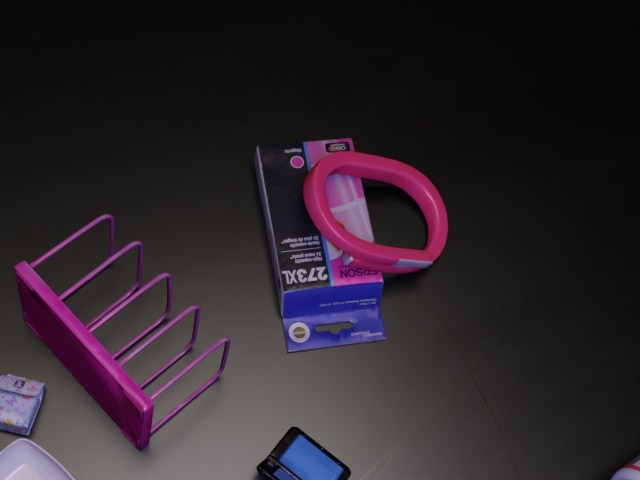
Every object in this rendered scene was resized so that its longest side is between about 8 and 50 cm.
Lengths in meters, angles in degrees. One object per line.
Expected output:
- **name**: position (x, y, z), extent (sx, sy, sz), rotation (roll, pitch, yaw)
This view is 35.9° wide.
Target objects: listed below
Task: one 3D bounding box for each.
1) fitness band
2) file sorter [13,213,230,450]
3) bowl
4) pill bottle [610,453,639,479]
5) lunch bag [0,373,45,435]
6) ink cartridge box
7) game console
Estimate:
- **fitness band**: position (0.099, -0.048, 1.688), extent (0.291, 0.054, 0.209), rotation (9, 57, -33)
- **file sorter**: position (-0.300, 0.133, 1.518), extent (0.182, 0.202, 0.290), rotation (-39, 76, -26)
- **bowl**: position (-0.439, 0.383, 1.458), extent (0.142, 0.053, 0.142), rotation (39, 66, 11)
- **pill bottle**: position (0.617, 0.366, 1.574), extent (0.283, 0.161, 0.161), rotation (-29, 73, -20)
- **lunch bag**: position (-0.470, 0.248, 1.517), extent (0.071, 0.053, 0.083), rotation (16, 55, -3)
- **ink cartridge box**: position (0.000, 0.000, 1.705), extent (0.176, 0.069, 0.370), rotation (-6, 69, -12)
- **game console**: position (-0.024, 0.356, 1.529), extent (0.122, 0.107, 0.071), rotation (36, 93, 9)
